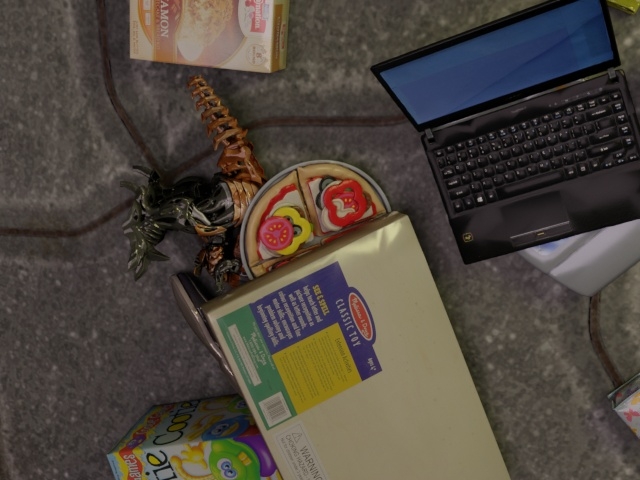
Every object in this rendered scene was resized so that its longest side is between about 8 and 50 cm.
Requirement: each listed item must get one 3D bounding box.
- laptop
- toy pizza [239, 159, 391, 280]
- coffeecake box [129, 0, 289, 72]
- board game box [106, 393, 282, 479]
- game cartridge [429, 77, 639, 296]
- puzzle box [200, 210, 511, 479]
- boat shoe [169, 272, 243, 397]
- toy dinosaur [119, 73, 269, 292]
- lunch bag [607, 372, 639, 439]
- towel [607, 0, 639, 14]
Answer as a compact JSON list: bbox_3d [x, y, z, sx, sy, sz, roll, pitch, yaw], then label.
[{"bbox_3d":[0.216,-0.104,0.889,0.234,0.136,0.264,-16,102,21],"label":"laptop"},{"bbox_3d":[0.000,0.000,1.047,0.201,0.032,0.201,-5,107,-15],"label":"toy pizza"},{"bbox_3d":[-0.134,-0.286,1.024,0.185,0.068,0.142,8,108,13],"label":"coffeecake box"},{"bbox_3d":[-0.129,0.309,1.175,0.275,0.142,0.144,-12,104,19],"label":"board game box"},{"bbox_3d":[0.272,-0.083,0.982,0.297,0.062,0.198,45,109,-2],"label":"game cartridge"},{"bbox_3d":[0.057,0.200,1.048,0.272,0.052,0.409,-25,105,-12],"label":"puzzle box"},{"bbox_3d":[-0.136,0.124,1.174,0.065,0.075,0.206,-34,90,-20],"label":"boat shoe"},{"bbox_3d":[-0.131,-0.040,1.087,0.218,0.164,0.322,-8,87,4],"label":"toy dinosaur"},{"bbox_3d":[0.410,0.200,1.033,0.083,0.053,0.071,-41,94,14],"label":"lunch bag"},{"bbox_3d":[0.257,-0.339,0.919,0.237,0.021,0.102,25,113,7],"label":"towel"}]
